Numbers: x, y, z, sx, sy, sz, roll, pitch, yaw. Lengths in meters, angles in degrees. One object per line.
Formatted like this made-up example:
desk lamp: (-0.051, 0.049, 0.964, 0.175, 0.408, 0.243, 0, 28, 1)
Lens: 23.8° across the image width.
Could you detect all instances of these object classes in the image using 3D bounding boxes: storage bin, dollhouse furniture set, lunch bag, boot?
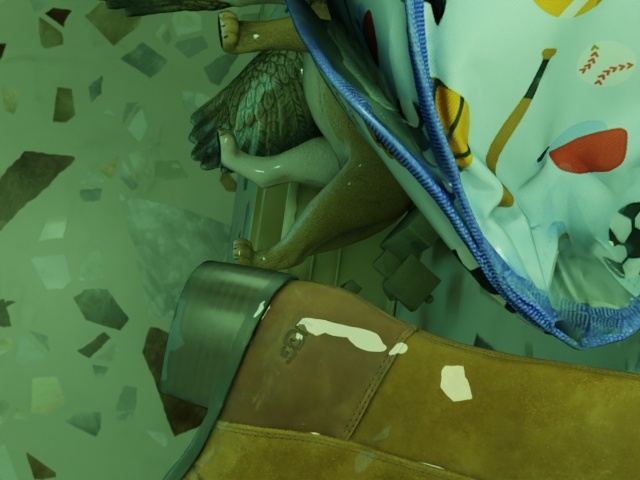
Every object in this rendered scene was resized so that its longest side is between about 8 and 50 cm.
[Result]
storage bin: (0.000, 0.000, 1.574, 0.262, 0.123, 0.260, -179, 97, -81)
dollhouse furniture set: (0.087, 0.059, 1.291, 0.151, 0.123, 0.144, -48, 2, -13)
lunch bag: (0.097, -0.166, 0.835, 0.328, 0.239, 0.385, -111, 15, -71)
boot: (0.046, 0.162, 0.780, 0.096, 0.281, 0.264, -7, -68, -72)

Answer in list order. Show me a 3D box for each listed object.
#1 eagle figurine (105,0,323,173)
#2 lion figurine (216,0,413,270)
eagle figurine: (-0.023, -0.224, 1.423, 0.226, 0.298, 0.225, 39, 147, 28)
lion figurine: (0.032, -0.129, 1.302, 0.142, 0.240, 0.392, -105, 13, -49)
